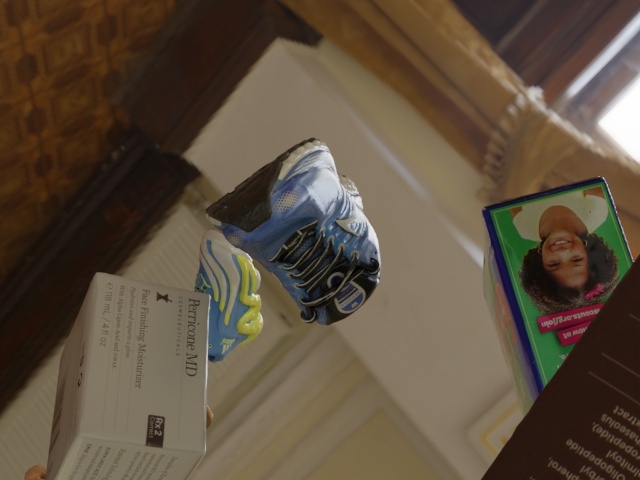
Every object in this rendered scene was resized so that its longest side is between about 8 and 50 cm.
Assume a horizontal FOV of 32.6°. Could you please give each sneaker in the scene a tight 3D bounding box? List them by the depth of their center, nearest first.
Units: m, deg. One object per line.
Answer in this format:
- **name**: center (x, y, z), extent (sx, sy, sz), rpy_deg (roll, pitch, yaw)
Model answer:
- **sneaker**: center (0.000, 0.000, 1.088), extent (0.130, 0.147, 0.330), rpy_deg (-35, 165, 12)
- **sneaker**: center (-0.149, 0.096, 1.583), extent (0.126, 0.091, 0.240), rpy_deg (-48, 147, -27)

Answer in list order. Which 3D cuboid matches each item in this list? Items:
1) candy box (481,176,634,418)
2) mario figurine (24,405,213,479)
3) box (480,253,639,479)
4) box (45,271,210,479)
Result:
- **candy box**: center (0.246, 0.141, 1.007), extent (0.122, 0.317, 0.268), rpy_deg (-17, 159, 3)
- **mario figurine**: center (-0.300, 0.296, 1.450), extent (0.320, 0.170, 0.198), rpy_deg (-39, 133, -41)
- **box**: center (0.162, 0.189, 0.583), extent (0.381, 0.143, 0.191), rpy_deg (-55, 142, -4)
- **box**: center (-0.190, 0.159, 1.072), extent (0.119, 0.181, 0.182), rpy_deg (12, 140, -19)
